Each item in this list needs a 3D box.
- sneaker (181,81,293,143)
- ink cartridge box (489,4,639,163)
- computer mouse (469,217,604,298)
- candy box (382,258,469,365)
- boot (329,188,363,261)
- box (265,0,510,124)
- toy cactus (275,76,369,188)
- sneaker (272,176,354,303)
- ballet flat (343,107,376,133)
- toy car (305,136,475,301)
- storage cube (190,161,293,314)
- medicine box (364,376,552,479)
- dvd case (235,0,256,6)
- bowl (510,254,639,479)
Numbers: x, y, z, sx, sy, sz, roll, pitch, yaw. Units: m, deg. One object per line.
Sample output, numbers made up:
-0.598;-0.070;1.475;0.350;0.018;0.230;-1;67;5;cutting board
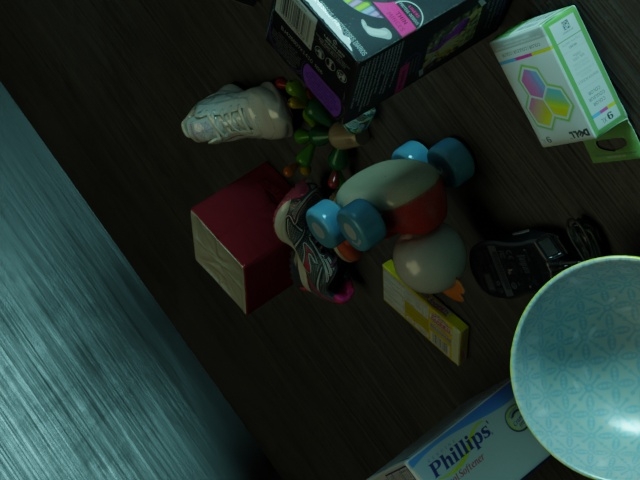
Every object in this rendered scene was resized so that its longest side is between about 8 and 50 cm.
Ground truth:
-0.155;-0.219;2.261;0.305;0.152;0.114;8;126;60;sneaker
0.303;-0.175;1.489;0.209;0.062;0.109;61;157;-12;ink cartridge box
0.338;0.060;1.751;0.262;0.060;0.184;-18;101;55;computer mouse
0.187;0.129;2.191;0.206;0.027;0.105;42;151;31;candy box
0.063;-0.012;2.221;0.084;0.059;0.158;31;146;39;boot
0.089;-0.294;1.489;0.165;0.270;0.143;50;157;16;box
0.004;-0.180;2.074;0.180;0.112;0.219;6;118;51;toy cactus
0.000;0.000;2.299;0.112;0.121;0.299;30;154;34;sneaker
0.027;-0.261;1.964;0.188;0.070;0.070;53;158;5;ballet flat
0.142;-0.001;1.854;0.238;0.219;0.210;62;158;-15;toy car
-0.130;-0.005;2.447;0.183;0.193;0.215;46;157;25;storage cube
0.244;0.387;2.110;0.149;0.263;0.289;53;158;6;medicine box
-0.242;-0.474;2.095;0.238;0.179;0.030;38;110;39;dvd case
0.405;0.162;1.570;0.289;0.289;0.156;49;-161;17;bowl
